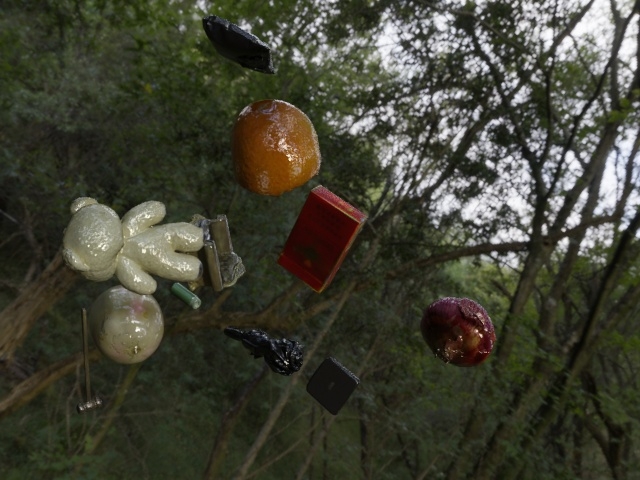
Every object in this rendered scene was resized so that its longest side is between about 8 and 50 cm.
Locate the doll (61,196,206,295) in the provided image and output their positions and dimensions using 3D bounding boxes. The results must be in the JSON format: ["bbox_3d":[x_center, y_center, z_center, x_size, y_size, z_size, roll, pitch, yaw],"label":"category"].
[{"bbox_3d":[-0.375,0.021,1.050,0.278,0.149,0.175,11,45,-28],"label":"doll"}]

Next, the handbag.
[{"bbox_3d":[-0.238,-0.579,1.557,0.211,0.089,0.254,22,1,-4],"label":"handbag"}]

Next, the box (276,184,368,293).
[{"bbox_3d":[0.000,-0.001,1.745,0.197,0.313,0.089,34,29,10],"label":"box"}]

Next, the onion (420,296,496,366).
[{"bbox_3d":[0.391,0.281,1.511,0.230,0.163,0.230,16,-61,32],"label":"onion"}]

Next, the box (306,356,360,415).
[{"bbox_3d":[0.034,0.413,1.472,0.125,0.126,0.027,36,4,24],"label":"box"}]

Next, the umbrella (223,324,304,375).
[{"bbox_3d":[-0.193,0.340,1.671,0.340,0.118,0.118,14,-21,37],"label":"umbrella"}]

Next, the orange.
[{"bbox_3d":[-0.132,-0.268,1.448,0.274,0.274,0.310,40,9,-8],"label":"orange"}]

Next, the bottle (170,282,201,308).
[{"bbox_3d":[-0.317,0.131,1.214,0.083,0.030,0.030,28,-11,29],"label":"bottle"}]

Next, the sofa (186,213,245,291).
[{"bbox_3d":[-0.370,0.034,1.809,0.258,0.182,0.200,-88,171,-63],"label":"sofa"}]

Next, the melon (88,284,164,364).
[{"bbox_3d":[-0.617,0.261,1.641,0.223,0.223,0.317,44,-1,-34],"label":"melon"}]

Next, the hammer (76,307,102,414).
[{"bbox_3d":[-0.584,0.302,1.289,0.029,0.292,0.058,21,24,38],"label":"hammer"}]
